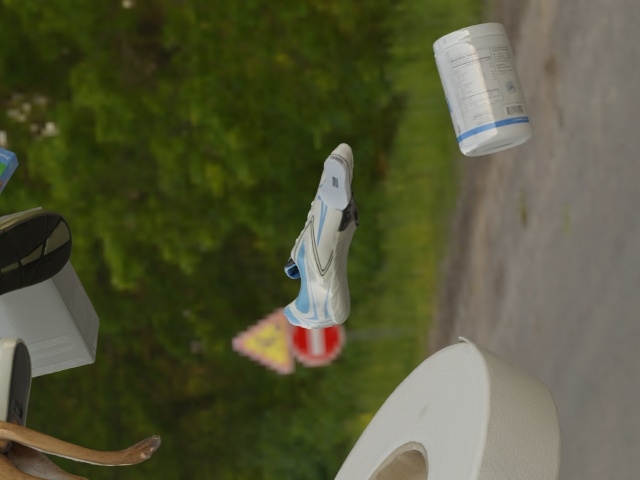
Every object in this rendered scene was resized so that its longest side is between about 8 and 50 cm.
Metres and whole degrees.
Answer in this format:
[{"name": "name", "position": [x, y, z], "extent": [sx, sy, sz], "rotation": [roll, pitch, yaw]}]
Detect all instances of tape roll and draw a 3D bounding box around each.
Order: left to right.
[{"name": "tape roll", "position": [0.063, 0.268, 1.386], "extent": [0.392, 0.072, 0.392], "rotation": [-59, 11, 19]}]

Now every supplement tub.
[{"name": "supplement tub", "position": [0.147, -0.136, 1.553], "extent": [0.071, 0.071, 0.107], "rotation": [99, 157, -81]}]

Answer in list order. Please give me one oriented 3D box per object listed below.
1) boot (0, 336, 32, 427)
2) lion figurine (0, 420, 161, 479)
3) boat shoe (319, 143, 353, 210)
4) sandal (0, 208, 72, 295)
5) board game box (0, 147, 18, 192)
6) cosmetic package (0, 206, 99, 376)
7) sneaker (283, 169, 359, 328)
[{"name": "boot", "position": [-0.404, 0.217, 1.785], "extent": [0.088, 0.176, 0.244], "rotation": [73, -165, -54]}, {"name": "lion figurine", "position": [-0.346, 0.263, 1.605], "extent": [0.392, 0.240, 0.142], "rotation": [-50, 13, 19]}, {"name": "boat shoe", "position": [0.021, -0.070, 1.864], "extent": [0.035, 0.035, 0.100], "rotation": [-58, -17, -28]}, {"name": "sandal", "position": [-0.455, 0.026, 2.181], "extent": [0.086, 0.303, 0.120], "rotation": [19, 112, 42]}, {"name": "board game box", "position": [-0.537, -0.058, 2.357], "extent": [0.039, 0.160, 0.211], "rotation": [95, -160, -64]}, {"name": "cosmetic package", "position": [-0.417, 0.078, 2.464], "extent": [0.107, 0.127, 0.238], "rotation": [-91, -13, -53]}, {"name": "sneaker", "position": [0.000, 0.000, 2.114], "extent": [0.085, 0.086, 0.237], "rotation": [68, -156, -54]}]
